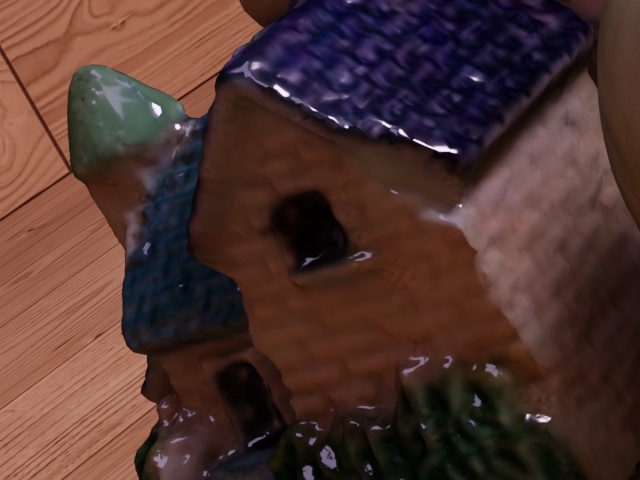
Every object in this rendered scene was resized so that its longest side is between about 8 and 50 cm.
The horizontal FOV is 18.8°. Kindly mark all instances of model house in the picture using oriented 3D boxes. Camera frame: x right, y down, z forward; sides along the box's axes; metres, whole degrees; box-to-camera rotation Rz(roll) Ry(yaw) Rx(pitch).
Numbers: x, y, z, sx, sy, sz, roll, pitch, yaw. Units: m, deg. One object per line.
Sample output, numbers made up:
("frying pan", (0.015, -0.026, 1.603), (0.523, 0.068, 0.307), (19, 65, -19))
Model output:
("model house", (0.002, -0.001, 0.966), (0.298, 0.284, 0.243), (-17, 13, 39))

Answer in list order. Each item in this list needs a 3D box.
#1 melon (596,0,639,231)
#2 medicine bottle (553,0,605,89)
("melon", (0.249, -0.085, 0.795), (0.308, 0.272, 0.272), (-47, 14, 2))
("medicine bottle", (0.188, -0.145, 1.012), (0.202, 0.316, 0.202), (-28, 15, 8))
